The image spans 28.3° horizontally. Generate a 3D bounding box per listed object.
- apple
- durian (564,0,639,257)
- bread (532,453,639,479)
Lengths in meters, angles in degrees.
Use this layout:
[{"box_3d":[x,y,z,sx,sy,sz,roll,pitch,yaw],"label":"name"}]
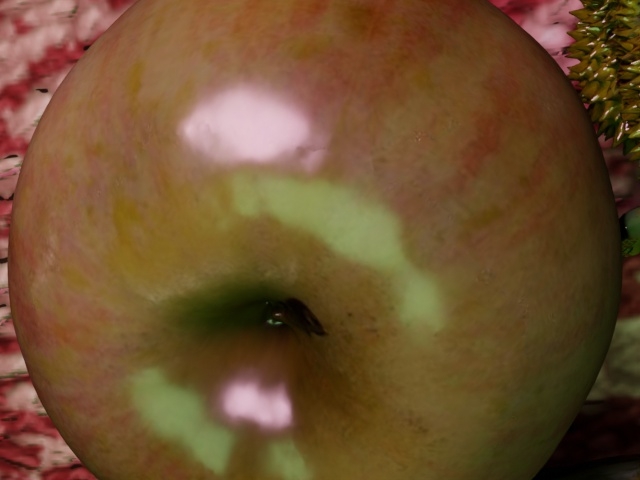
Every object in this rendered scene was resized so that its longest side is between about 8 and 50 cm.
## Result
[{"box_3d":[0.000,0.000,0.550,0.257,0.234,0.257,3,113,8],"label":"apple"},{"box_3d":[0.187,-0.070,0.525,0.146,0.159,0.198,-20,102,0],"label":"durian"},{"box_3d":[0.043,0.224,0.609,0.376,0.251,0.208,-10,129,15],"label":"bread"}]
